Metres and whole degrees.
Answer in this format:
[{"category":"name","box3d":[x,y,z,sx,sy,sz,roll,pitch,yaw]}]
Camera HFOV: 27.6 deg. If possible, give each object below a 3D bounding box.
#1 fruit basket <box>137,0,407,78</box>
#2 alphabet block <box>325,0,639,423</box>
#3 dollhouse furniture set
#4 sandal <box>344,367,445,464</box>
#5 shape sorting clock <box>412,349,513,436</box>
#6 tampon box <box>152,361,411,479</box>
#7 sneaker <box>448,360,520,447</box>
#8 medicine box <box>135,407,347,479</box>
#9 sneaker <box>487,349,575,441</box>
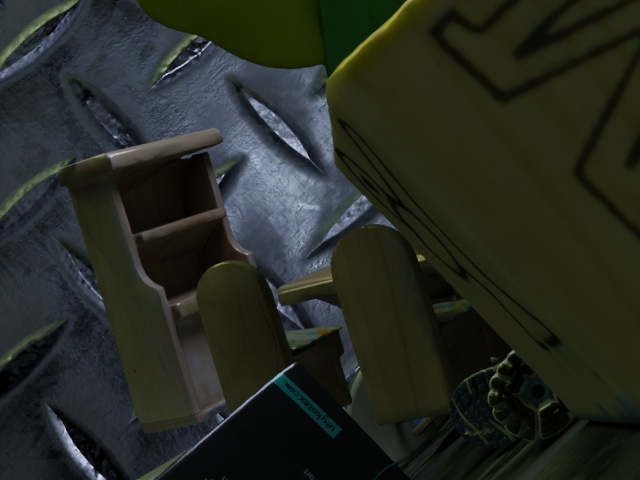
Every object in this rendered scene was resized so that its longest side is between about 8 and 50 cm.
[{"category":"fruit basket","box3d":[0.046,-0.223,0.967,0.283,0.392,0.392,-55,-3,-15]},{"category":"alphabet block","box3d":[0.136,-0.048,0.616,0.193,0.197,0.192,-43,-6,-5]},{"category":"dollhouse furniture set","box3d":[0.000,0.000,1.145,0.394,0.256,0.362,-14,5,33]},{"category":"sandal","box3d":[0.143,0.134,1.452,0.303,0.120,0.086,-44,8,7]},{"category":"shape sorting clock","box3d":[0.173,0.129,1.309,0.206,0.040,0.206,-44,-9,-9]},{"category":"tampon box","box3d":[-0.036,0.144,0.446,0.161,0.120,0.101,-37,-9,-46]},{"category":"sneaker","box3d":[0.144,0.091,0.856,0.135,0.052,0.058,-39,-13,32]},{"category":"medicine box","box3d":[-0.105,0.272,1.219,0.263,0.149,0.289,-32,-2,17]},{"category":"sneaker","box3d":[0.160,0.043,0.750,0.162,0.063,0.073,-45,-9,10]}]
